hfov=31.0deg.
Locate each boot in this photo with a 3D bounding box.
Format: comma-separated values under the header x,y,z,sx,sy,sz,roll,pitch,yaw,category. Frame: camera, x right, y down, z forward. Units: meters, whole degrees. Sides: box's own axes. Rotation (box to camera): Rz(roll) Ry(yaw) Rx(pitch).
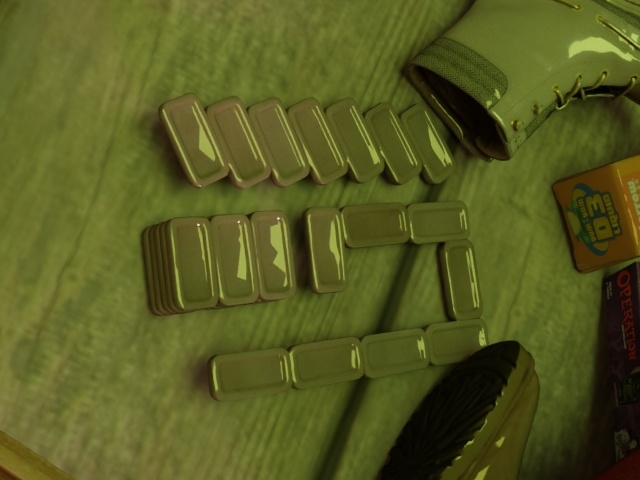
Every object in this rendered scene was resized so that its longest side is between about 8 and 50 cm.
x,y,z,sx,sy,sz,roll,pitch,yaw,category
0.186,-0.111,0.850,0.213,0.077,0.165,39,67,4,boot
0.153,0.237,0.804,0.269,0.089,0.236,40,75,-18,boot

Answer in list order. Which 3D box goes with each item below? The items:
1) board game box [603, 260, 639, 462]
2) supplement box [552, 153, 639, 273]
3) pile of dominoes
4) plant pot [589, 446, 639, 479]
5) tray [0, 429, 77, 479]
x,y,z,sx,sy,sz,roll,pitch,yaw,category
0.380,0.155,0.907,0.347,0.056,0.208,15,56,-21,board game box
0.303,-0.043,0.917,0.233,0.080,0.078,-16,88,-25,supplement box
0.000,0.000,0.792,0.251,0.040,0.195,-4,84,-36,pile of dominoes
0.300,0.238,0.687,0.236,0.267,0.267,-43,108,-24,plant pot
-0.214,0.175,0.538,0.411,0.076,0.202,31,68,7,tray
